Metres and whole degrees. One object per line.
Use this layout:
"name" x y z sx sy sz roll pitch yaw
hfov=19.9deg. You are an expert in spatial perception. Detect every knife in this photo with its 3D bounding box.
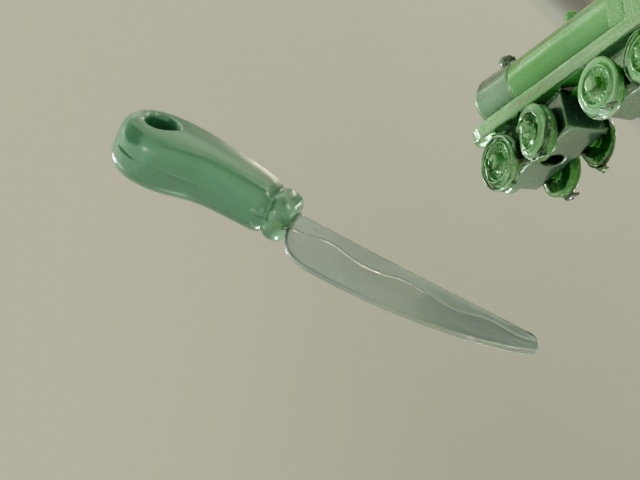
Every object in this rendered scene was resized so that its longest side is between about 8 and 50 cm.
"knife" -0.001 0.000 0.985 0.260 0.035 0.063 29 -157 12

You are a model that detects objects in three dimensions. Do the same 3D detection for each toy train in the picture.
"toy train" 0.196 -0.120 1.316 0.085 0.251 0.119 7 -116 -32
